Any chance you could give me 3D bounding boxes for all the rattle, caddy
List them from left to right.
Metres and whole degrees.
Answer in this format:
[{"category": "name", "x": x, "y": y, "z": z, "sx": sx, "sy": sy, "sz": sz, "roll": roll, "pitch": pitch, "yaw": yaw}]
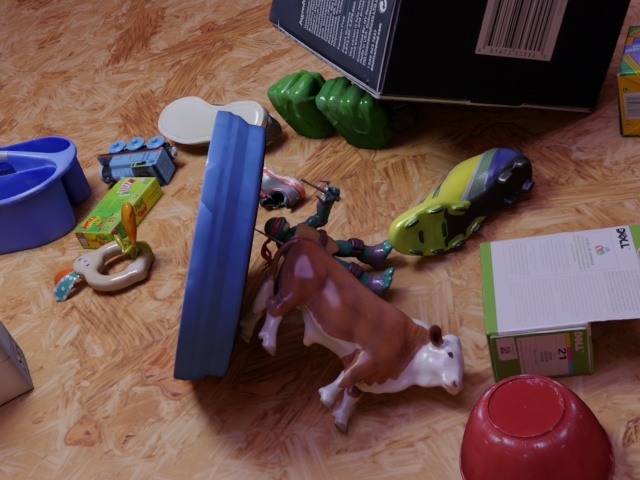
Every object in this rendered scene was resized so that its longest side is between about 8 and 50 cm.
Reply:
[{"category": "caddy", "x": -0.656, "y": -0.108, "z": 1.728, "sx": 0.341, "sy": 0.179, "sz": 0.241, "roll": -11, "pitch": 36, "yaw": 12}, {"category": "rattle", "x": -0.416, "y": 0.023, "z": 1.489, "sx": 0.199, "sy": 0.143, "sz": 0.130, "roll": -5, "pitch": 57, "yaw": 9}]

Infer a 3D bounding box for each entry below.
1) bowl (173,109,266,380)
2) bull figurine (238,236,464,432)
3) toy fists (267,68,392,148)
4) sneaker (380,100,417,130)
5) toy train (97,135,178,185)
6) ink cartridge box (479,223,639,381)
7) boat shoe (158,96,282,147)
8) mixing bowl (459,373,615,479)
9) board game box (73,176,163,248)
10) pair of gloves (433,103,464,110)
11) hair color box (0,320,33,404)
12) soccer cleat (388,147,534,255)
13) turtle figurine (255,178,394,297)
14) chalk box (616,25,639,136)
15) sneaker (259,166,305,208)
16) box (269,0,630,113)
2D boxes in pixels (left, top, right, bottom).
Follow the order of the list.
[{"category": "bowl", "x": -0.143, "y": 0.011, "z": 1.191, "sx": 0.077, "sy": 0.391, "sz": 0.391, "roll": 9, "pitch": 37, "yaw": -7}, {"category": "bull figurine", "x": 0.040, "y": 0.131, "z": 1.100, "sx": 0.310, "sy": 0.101, "sz": 0.188, "roll": 40, "pitch": 72, "yaw": 15}, {"category": "toy fists", "x": 0.015, "y": -0.269, "z": 1.637, "sx": 0.279, "sy": 0.142, "sz": 0.096, "roll": 18, "pitch": 75, "yaw": 39}, {"category": "sneaker", "x": 0.136, "y": -0.330, "z": 1.693, "sx": 0.087, "sy": 0.130, "sz": 0.228, "roll": -16, "pitch": 34, "yaw": 2}, {"category": "toy train", "x": -0.396, "y": -0.166, "z": 1.770, "sx": 0.184, "sy": 0.080, "sz": 0.105, "roll": -3, "pitch": 45, "yaw": 21}, {"category": "ink cartridge box", "x": 0.348, "y": 0.079, "z": 1.097, "sx": 0.255, "sy": 0.097, "sz": 0.189, "roll": -7, "pitch": 38, "yaw": 14}, {"category": "boat shoe", "x": -0.222, "y": -0.247, "z": 1.782, "sx": 0.304, "sy": 0.091, "sz": 0.109, "roll": 7, "pitch": 81, "yaw": 34}, {"category": "mixing bowl", "x": 0.243, "y": 0.224, "z": 0.956, "sx": 0.181, "sy": 0.098, "sz": 0.181, "roll": -13, "pitch": 38, "yaw": 10}, {"category": "board game box", "x": -0.404, "y": -0.057, "z": 1.659, "sx": 0.092, "sy": 0.043, "sz": 0.181, "roll": 1, "pitch": 41, "yaw": 27}, {"category": "pair of gloves", "x": 0.274, "y": -0.290, "z": 1.677, "sx": 0.083, "sy": 0.010, "sz": 0.074, "roll": 17, "pitch": 50, "yaw": 40}, {"category": "hair color box", "x": -0.616, "y": 0.120, "z": 1.247, "sx": 0.185, "sy": 0.375, "sz": 0.113, "roll": -29, "pitch": 38, "yaw": -13}, {"category": "soccer cleat", "x": 0.219, "y": -0.064, "z": 1.349, "sx": 0.289, "sy": 0.093, "sz": 0.121, "roll": -31, "pitch": 32, "yaw": -19}, {"category": "turtle figurine", "x": 0.000, "y": 0.000, "z": 1.268, "sx": 0.118, "sy": 0.234, "sz": 0.175, "roll": -43, "pitch": 27, "yaw": 51}, {"category": "chalk box", "x": 0.599, "y": -0.292, "z": 1.428, "sx": 0.132, "sy": 0.132, "sz": 0.213, "roll": 3, "pitch": 43, "yaw": 29}, {"category": "sneaker", "x": -0.105, "y": -0.096, "z": 1.562, "sx": 0.157, "sy": 0.061, "sz": 0.065, "roll": 14, "pitch": 54, "yaw": 38}, {"category": "box", "x": 0.224, "y": -0.457, "z": 1.527, "sx": 0.479, "sy": 0.298, "sz": 0.472, "roll": -2, "pitch": 26, "yaw": -27}]
